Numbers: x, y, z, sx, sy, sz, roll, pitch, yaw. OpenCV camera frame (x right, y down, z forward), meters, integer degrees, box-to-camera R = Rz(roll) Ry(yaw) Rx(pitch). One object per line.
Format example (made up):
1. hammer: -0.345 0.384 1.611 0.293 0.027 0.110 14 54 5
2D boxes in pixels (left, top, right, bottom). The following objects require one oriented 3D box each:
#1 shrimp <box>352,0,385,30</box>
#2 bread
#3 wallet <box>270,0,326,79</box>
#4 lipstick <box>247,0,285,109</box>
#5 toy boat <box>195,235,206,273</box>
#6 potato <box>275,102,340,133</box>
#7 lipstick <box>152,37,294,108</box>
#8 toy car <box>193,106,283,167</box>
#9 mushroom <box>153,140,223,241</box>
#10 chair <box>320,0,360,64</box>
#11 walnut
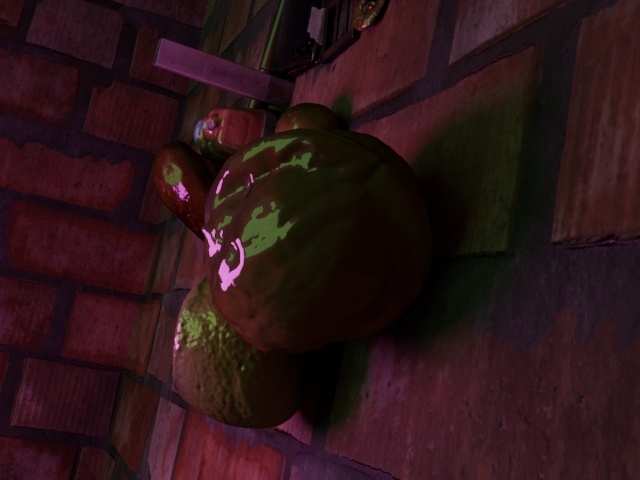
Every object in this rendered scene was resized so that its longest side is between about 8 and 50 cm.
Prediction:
1. shrimp: 0.111 -0.524 1.654 0.095 0.045 0.162 -3 68 70
2. bread: -0.137 0.200 1.464 0.320 0.237 0.320 7 -90 -83
3. wallet: -0.050 -0.552 2.058 0.262 0.071 0.221 5 80 62
4. lipstick: -0.142 -0.552 2.301 0.057 0.057 0.356 -143 69 -68
5. toy boat: -0.326 -0.001 2.402 0.227 0.085 0.155 -116 35 -44
6. potato: -0.030 -0.242 1.716 0.176 0.137 0.137 -10 67 65
7. lipstick: -0.257 -0.445 2.078 0.080 0.371 0.076 -150 76 -68
8. toy car: -0.235 -0.282 2.138 0.270 0.212 0.180 180 104 -69
9. mushroom: -0.311 -0.121 2.072 0.239 0.345 0.345 -41 5 -28
10. chair: -0.022 -0.662 1.810 0.203 0.241 0.416 -20 57 62
11. walnut: -0.007 -0.004 1.233 0.383 0.384 0.383 -165 90 -69
